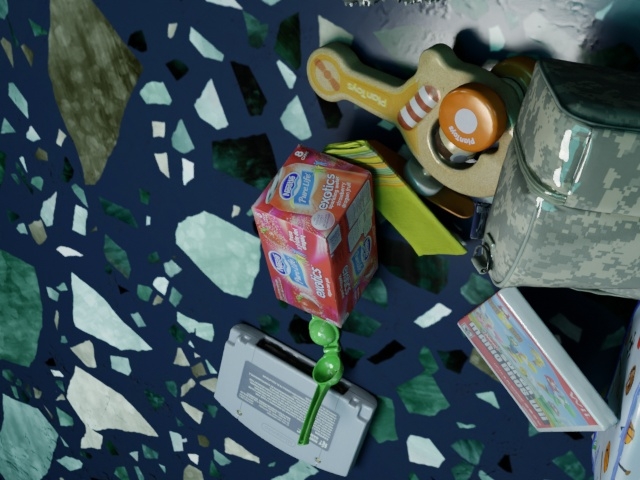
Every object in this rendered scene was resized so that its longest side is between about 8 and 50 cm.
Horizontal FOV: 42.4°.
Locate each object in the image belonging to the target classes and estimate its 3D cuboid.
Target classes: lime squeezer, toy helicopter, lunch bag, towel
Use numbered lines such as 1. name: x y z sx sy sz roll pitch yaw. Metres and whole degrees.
1. lime squeezer: -0.011 0.181 1.392 0.059 0.110 0.310 -15 74 52
2. toy helicopter: 0.124 -0.167 1.136 0.355 0.140 0.235 31 136 28
3. lunch bag: 0.348 -0.045 0.935 0.305 0.212 0.256 9 118 -4
4. towel: 0.105 -0.054 1.167 0.237 0.021 0.102 44 159 -26
5. lunch bag: 0.422 0.222 1.055 0.115 0.243 0.303 14 116 11

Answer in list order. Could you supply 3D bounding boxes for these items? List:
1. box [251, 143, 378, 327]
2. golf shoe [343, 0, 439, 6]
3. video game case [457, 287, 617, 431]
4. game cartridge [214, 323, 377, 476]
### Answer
1. box: 0.000 0.000 1.205 0.123 0.128 0.257 24 153 21
2. golf shoe: 0.109 -0.352 1.059 0.198 0.077 0.094 7 116 27
3. video game case: 0.278 0.168 1.115 0.204 0.025 0.285 54 171 10
4. game cartridge: -0.053 0.295 1.499 0.297 0.062 0.198 28 129 17
